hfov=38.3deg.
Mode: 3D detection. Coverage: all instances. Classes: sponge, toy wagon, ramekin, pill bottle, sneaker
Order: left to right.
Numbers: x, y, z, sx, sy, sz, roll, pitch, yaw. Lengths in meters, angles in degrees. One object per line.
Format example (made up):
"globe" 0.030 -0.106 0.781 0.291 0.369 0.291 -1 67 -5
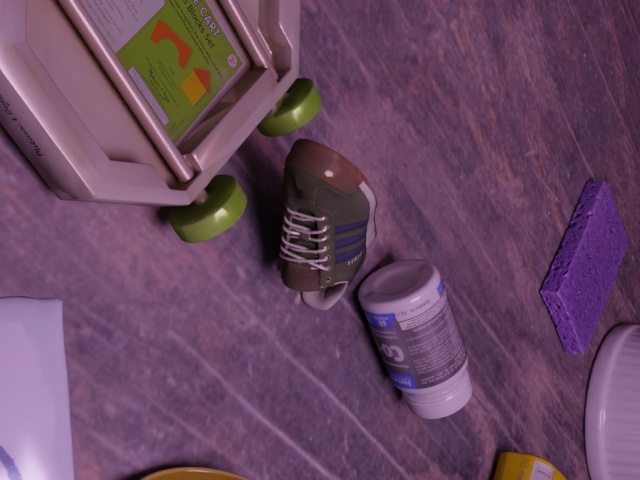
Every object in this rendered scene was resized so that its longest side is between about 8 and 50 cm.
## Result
"toy wagon" -0.091 -0.178 0.641 0.344 0.068 0.267 -56 131 -35
"sneaker" 0.000 0.000 0.717 0.086 0.064 0.192 -63 163 -14
"pill bottle" 0.092 0.093 0.857 0.078 0.078 0.137 -45 123 -41
"sponge" 0.350 0.034 1.213 0.210 0.031 0.117 -57 130 -33
"ramekin" 0.486 0.255 1.304 0.273 0.127 0.272 -1 91 -51

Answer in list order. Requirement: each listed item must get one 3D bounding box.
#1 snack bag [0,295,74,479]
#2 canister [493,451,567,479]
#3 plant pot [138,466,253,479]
"snack bag" -0.257 0.191 0.367 0.343 0.037 0.323 -1 82 -34
"canister" 0.224 0.336 1.025 0.126 0.073 0.170 47 54 -40
"plant pot" -0.080 0.232 0.623 0.134 0.134 0.095 -3 117 -51
